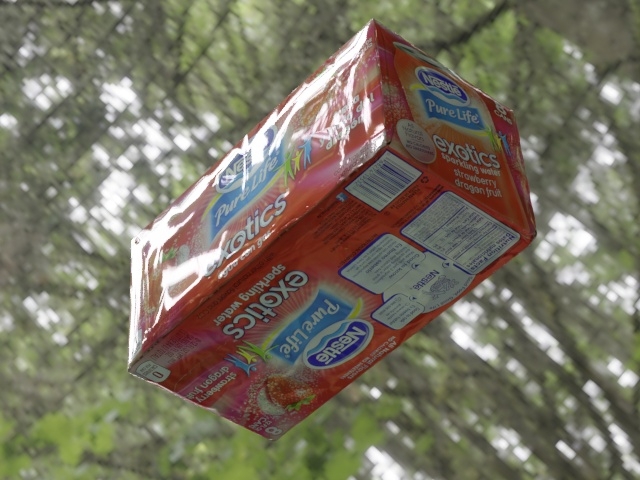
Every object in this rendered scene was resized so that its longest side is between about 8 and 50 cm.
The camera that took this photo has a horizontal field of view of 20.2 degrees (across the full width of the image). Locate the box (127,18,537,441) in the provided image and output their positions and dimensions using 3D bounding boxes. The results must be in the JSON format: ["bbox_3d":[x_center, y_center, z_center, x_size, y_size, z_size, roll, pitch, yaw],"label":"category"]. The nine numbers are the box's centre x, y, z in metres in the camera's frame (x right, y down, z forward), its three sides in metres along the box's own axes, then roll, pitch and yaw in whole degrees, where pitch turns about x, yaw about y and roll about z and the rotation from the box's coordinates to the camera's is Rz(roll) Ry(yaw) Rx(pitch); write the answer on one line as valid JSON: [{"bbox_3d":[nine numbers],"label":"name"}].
[{"bbox_3d":[0.000,0.000,1.146,0.128,0.122,0.257,30,-53,-29],"label":"box"}]
